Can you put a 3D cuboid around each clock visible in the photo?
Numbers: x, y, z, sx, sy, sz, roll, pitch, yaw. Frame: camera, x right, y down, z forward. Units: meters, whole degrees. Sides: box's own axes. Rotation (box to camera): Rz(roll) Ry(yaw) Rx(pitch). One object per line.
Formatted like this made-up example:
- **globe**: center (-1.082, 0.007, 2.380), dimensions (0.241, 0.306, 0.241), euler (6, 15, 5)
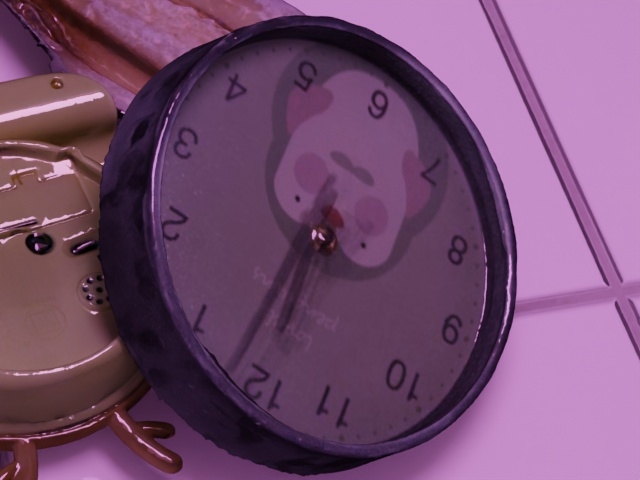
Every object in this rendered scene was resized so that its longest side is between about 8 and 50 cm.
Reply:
- **clock**: center (0.000, 0.001, 1.178), dimensions (0.319, 0.066, 0.318), euler (9, 73, -33)
- **clock**: center (-0.205, 0.037, 1.165), dimensions (0.235, 0.096, 0.308), euler (-17, 63, -25)

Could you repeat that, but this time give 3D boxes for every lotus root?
- **lotus root**: center (-0.115, -0.139, 1.319), dimensions (0.329, 0.078, 0.167), euler (36, 66, 13)
